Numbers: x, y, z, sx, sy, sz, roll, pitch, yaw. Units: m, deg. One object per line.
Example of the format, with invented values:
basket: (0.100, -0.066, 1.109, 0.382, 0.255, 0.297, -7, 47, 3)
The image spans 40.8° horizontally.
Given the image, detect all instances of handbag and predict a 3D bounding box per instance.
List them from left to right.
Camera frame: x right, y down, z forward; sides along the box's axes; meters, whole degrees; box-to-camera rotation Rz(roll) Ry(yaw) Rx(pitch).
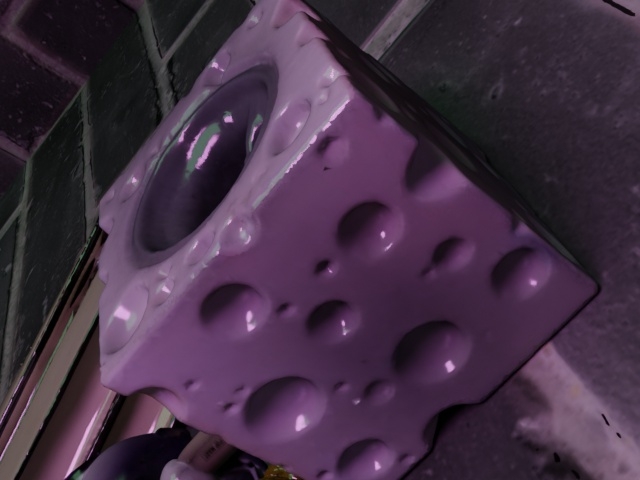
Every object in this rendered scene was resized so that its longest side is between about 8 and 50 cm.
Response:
handbag: (-0.257, 0.161, 0.957, 0.237, 0.160, 0.358, -10, 53, 62)

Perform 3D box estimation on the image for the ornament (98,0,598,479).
ornament: (0.000, 0.000, 0.638, 0.239, 0.240, 0.240, -47, 30, 15)

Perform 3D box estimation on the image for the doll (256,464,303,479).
doll: (-0.022, 0.245, 0.572, 0.137, 0.097, 0.209, -45, 39, 0)

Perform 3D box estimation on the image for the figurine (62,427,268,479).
figurine: (-0.150, 0.239, 0.742, 0.222, 0.145, 0.145, -29, 40, 38)
